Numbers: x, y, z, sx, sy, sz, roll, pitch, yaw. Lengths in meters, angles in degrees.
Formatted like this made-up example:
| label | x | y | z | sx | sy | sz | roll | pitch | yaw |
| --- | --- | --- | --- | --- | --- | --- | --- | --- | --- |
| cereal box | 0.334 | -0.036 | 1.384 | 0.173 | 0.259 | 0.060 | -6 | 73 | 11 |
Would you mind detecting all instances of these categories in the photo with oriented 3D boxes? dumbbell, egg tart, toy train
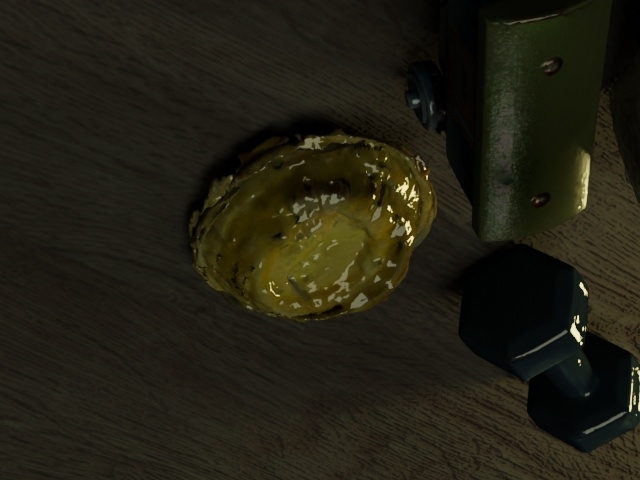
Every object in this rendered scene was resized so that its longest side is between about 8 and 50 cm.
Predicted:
| label | x | y | z | sx | sy | sz | roll | pitch | yaw |
| --- | --- | --- | --- | --- | --- | --- | --- | --- | --- |
| dumbbell | 0.290 | 0.139 | 1.581 | 0.144 | 0.160 | 0.325 | -53 | 139 | -9 |
| egg tart | 0.000 | 0.000 | 1.330 | 0.279 | 0.095 | 0.279 | -13 | 141 | -11 |
| toy train | 0.157 | -0.157 | 1.143 | 0.131 | 0.202 | 0.299 | -16 | 140 | -7 |

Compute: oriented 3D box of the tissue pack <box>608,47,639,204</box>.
| label | x | y | z | sx | sy | sz | roll | pitch | yaw |
| --- | --- | --- | --- | --- | --- | --- | --- | --- | --- |
| tissue pack | 0.502 | -0.137 | 1.243 | 0.380 | 0.207 | 0.297 | -14 | 171 | 0 |
